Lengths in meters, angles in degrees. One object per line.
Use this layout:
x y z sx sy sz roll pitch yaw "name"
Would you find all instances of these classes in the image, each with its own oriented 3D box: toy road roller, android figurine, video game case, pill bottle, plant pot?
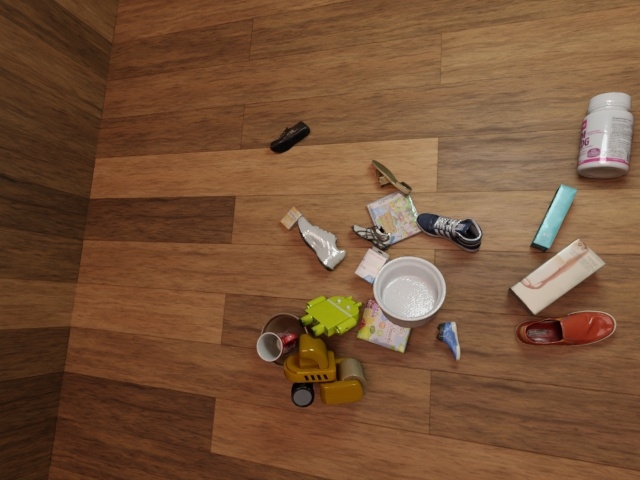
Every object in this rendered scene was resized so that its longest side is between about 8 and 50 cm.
0.017 0.509 1.652 0.329 0.202 0.240 -3 105 -2 "toy road roller"
0.051 0.313 1.738 0.248 0.273 0.056 31 135 49 "android figurine"
0.330 -0.101 1.808 0.193 0.023 0.212 -24 75 15 "video game case"
1.062 -0.387 1.523 0.160 0.160 0.283 8 84 20 "pill bottle"
-0.143 0.444 1.841 0.237 0.110 0.237 -3 79 19 "plant pot"

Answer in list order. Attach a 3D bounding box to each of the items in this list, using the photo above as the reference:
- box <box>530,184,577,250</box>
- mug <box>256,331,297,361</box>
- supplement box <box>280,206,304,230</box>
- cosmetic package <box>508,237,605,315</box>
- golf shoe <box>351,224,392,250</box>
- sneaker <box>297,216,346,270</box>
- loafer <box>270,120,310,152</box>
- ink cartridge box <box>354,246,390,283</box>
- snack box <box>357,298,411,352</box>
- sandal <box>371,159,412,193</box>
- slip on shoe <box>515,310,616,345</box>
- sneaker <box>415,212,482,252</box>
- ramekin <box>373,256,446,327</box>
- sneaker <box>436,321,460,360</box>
0.890 -0.083 1.567 0.060 0.100 0.244 25 90 22 "box"
-0.159 0.436 1.699 0.150 0.169 0.113 0 81 19 "mug"
-0.136 -0.105 1.965 0.062 0.036 0.098 44 97 19 "supplement box"
0.863 0.140 1.516 0.296 0.153 0.129 -40 69 8 "cosmetic package"
0.228 -0.034 1.795 0.198 0.077 0.094 31 99 28 "golf shoe"
0.000 0.000 1.880 0.129 0.111 0.297 -37 75 -6 "sneaker"
-0.155 -0.512 2.023 0.220 0.080 0.078 -28 64 8 "loafer"
0.231 0.107 1.773 0.092 0.090 0.143 33 92 21 "ink cartridge box"
0.279 0.357 1.728 0.207 0.070 0.174 14 85 19 "snack box"
0.293 -0.261 1.816 0.240 0.088 0.079 45 121 27 "sandal"
0.898 0.328 1.499 0.331 0.101 0.123 -10 76 16 "slip on shoe"
0.521 -0.056 1.655 0.282 0.153 0.099 28 80 19 "sneaker"
0.355 0.215 1.646 0.277 0.135 0.277 -5 57 8 "ramekin"
0.510 0.406 1.643 0.084 0.058 0.152 -8 75 12 "sneaker"
